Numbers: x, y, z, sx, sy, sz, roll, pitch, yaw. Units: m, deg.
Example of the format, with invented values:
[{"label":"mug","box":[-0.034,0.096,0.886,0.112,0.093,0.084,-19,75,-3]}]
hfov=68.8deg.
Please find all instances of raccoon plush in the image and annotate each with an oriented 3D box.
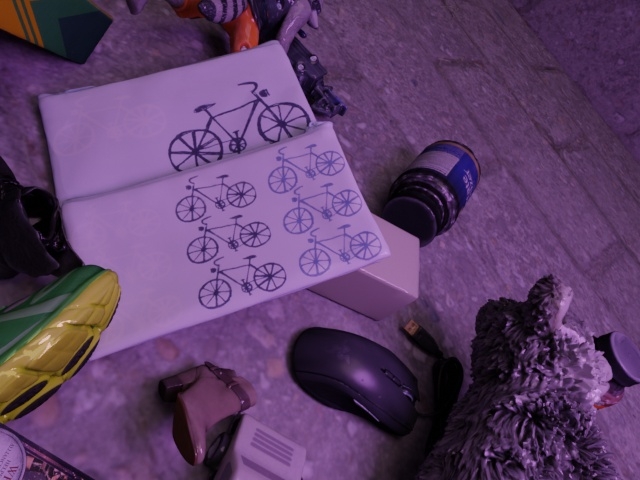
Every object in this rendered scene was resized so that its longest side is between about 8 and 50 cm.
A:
[{"label":"raccoon plush","box":[0.162,0.199,0.488,0.446,0.216,0.300,1,71,-36]}]

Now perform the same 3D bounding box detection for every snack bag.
[{"label":"snack bag","box":[-0.132,-0.078,0.522,0.322,0.037,0.343,-18,68,-9]}]

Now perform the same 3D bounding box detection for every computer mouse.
[{"label":"computer mouse","box":[0.098,0.161,0.615,0.262,0.060,0.184,36,46,-11]}]

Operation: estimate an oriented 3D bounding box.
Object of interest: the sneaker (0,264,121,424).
[{"label":"sneaker","box":[-0.280,0.096,0.333,0.123,0.109,0.295,45,54,7]}]

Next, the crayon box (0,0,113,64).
[{"label":"crayon box","box":[-0.365,-0.297,0.458,0.202,0.081,0.318,37,5,-9]}]

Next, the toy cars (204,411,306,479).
[{"label":"toy cars","box":[-0.143,0.263,0.348,0.393,0.087,0.177,-11,68,-41]}]

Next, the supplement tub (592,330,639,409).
[{"label":"supplement tub","box":[0.353,0.198,0.678,0.106,0.198,0.106,19,50,-24]}]

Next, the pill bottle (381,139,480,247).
[{"label":"pill bottle","box":[0.190,-0.081,0.809,0.123,0.123,0.219,45,45,-1]}]

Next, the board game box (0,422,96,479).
[{"label":"board game box","box":[-0.192,0.233,0.220,0.165,0.042,0.243,44,42,-19]}]

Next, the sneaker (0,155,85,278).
[{"label":"sneaker","box":[-0.284,-0.031,0.444,0.051,0.089,0.170,12,52,-63]}]

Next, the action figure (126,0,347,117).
[{"label":"action figure","box":[-0.080,-0.343,0.764,0.341,0.178,0.330,41,54,-2]}]

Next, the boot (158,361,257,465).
[{"label":"boot","box":[-0.101,0.159,0.451,0.086,0.042,0.118,6,23,-37]}]

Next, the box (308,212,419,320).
[{"label":"box","box":[0.000,0.000,0.632,0.275,0.094,0.113,28,48,-18]}]
